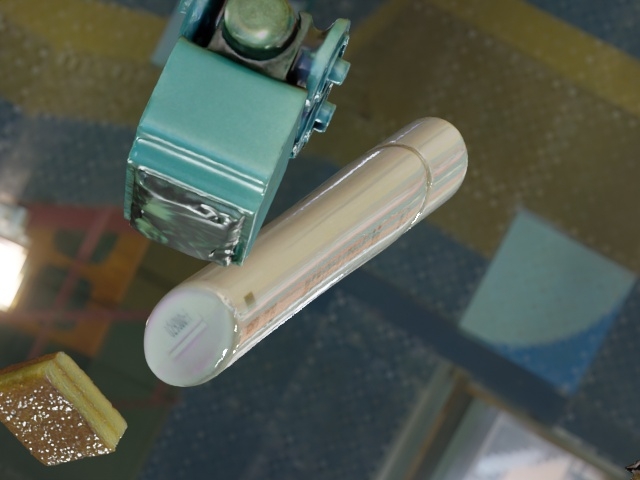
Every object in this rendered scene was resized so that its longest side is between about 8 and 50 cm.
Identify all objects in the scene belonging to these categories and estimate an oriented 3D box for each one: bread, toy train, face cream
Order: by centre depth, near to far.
[{"bbox_3d":[-0.054,-0.072,1.188,0.107,0.154,0.198,24,162,0],"label":"toy train"},{"bbox_3d":[-0.211,0.133,1.556,0.094,0.035,0.090,-18,121,44],"label":"bread"},{"bbox_3d":[0.000,0.000,1.759,0.348,0.173,0.081,-36,-95,-34],"label":"face cream"}]

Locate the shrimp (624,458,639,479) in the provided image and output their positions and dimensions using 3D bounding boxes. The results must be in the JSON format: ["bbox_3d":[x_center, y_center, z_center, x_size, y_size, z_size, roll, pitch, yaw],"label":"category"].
[{"bbox_3d":[0.250,0.138,0.941,0.296,0.058,0.169,-12,-156,-11],"label":"shrimp"}]
